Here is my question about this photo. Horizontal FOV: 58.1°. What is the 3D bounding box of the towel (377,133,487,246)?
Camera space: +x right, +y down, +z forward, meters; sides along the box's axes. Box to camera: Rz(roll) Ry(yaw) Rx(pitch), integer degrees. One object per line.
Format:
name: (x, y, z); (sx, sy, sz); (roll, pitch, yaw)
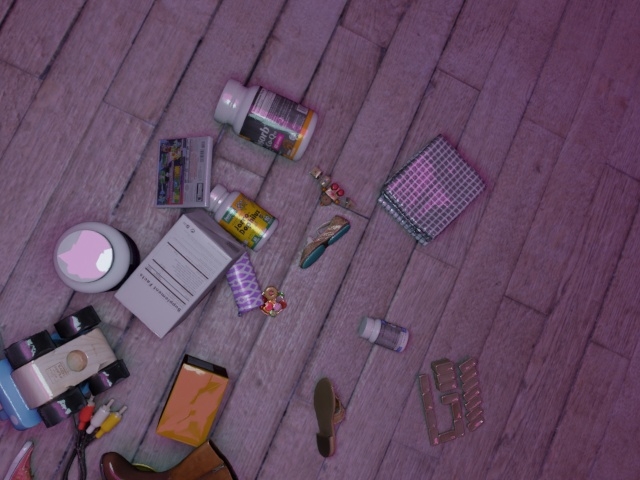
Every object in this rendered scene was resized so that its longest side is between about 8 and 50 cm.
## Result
towel: (0.347, -0.156, 1.788); (0.283, 0.121, 0.235); (-45, 95, -10)

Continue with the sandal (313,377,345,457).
sandal: (0.036, 0.521, 1.725); (0.079, 0.088, 0.240); (-3, 95, -42)

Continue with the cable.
cable: (-0.656, 0.549, 1.577); (0.139, 0.072, 0.287); (28, 82, -10)

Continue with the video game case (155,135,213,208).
video game case: (-0.391, -0.193, 1.647); (0.183, 0.023, 0.201); (1, 86, 25)

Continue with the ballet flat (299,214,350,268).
ballet flat: (0.000, 0.000, 1.749); (0.206, 0.073, 0.067); (-41, 67, -13)

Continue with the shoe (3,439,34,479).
shoe: (-0.798, 0.632, 1.553); (0.081, 0.063, 0.178); (28, 87, -9)

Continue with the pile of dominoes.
pile of dominoes: (0.411, 0.499, 1.817); (0.196, 0.040, 0.251); (-12, 97, -12)

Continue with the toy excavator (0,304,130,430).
toy excavator: (-0.793, 0.402, 1.498); (0.222, 0.445, 0.433); (60, 35, -2)

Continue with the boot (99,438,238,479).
boot: (-0.389, 0.591, 1.470); (0.280, 0.096, 0.264); (-34, 94, 13)

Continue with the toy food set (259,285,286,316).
toy food set: (-0.144, 0.185, 1.724); (0.082, 0.020, 0.083); (38, 80, -7)

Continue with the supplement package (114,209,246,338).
supplement package: (-0.373, 0.085, 1.561); (0.175, 0.177, 0.293); (42, 99, -1)

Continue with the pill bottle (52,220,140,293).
pill bottle: (-0.578, 0.047, 1.494); (0.181, 0.323, 0.181); (1, 87, -10)

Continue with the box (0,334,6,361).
box: (-0.948, 0.291, 1.527); (0.170, 0.091, 0.130); (-16, 90, -12)

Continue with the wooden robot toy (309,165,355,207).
wooden robot toy: (0.023, -0.141, 1.754); (0.173, 0.076, 0.079); (44, 91, -5)

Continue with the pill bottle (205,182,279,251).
pill bottle: (-0.234, -0.071, 1.672); (0.208, 0.117, 0.117); (37, 81, -7)

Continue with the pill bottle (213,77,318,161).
pill bottle: (-0.158, -0.355, 1.682); (0.278, 0.162, 0.162); (23, 83, -8)

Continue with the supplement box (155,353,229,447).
supplement box: (-0.350, 0.434, 1.581); (0.129, 0.194, 0.191); (22, 83, -10)

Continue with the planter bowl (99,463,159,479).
planter bowl: (-0.515, 0.711, 1.586); (0.217, 0.090, 0.217); (1, 87, -10)

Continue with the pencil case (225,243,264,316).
pencil case: (-0.232, 0.112, 1.679); (0.086, 0.088, 0.206); (-17, 90, -33)

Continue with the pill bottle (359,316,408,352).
pill bottle: (0.191, 0.284, 1.754); (0.137, 0.078, 0.078); (21, 83, -9)
